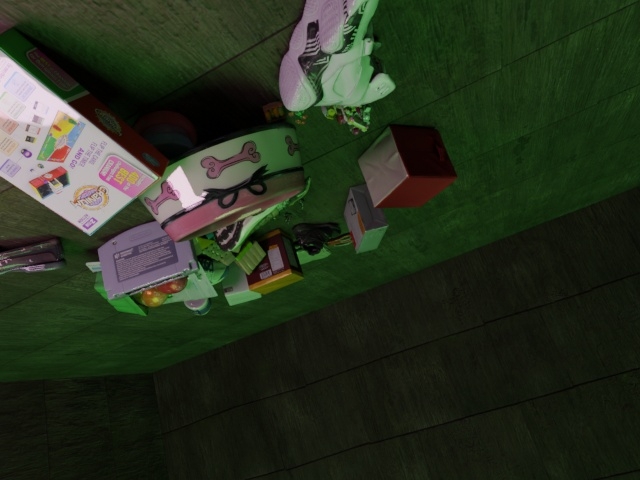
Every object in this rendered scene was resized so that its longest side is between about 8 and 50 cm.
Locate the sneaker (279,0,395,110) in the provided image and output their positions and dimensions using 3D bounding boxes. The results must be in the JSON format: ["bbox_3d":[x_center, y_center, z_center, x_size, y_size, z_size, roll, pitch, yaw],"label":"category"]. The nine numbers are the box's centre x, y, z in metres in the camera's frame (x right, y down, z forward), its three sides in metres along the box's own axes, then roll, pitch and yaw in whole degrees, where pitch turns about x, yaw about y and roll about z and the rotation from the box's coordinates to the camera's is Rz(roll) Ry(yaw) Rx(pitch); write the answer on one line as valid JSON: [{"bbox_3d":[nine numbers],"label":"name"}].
[{"bbox_3d":[0.068,-0.383,0.878,0.210,0.137,0.366,-8,163,-27],"label":"sneaker"}]

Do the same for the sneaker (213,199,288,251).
[{"bbox_3d":[-0.199,-0.088,1.433,0.182,0.158,0.410,-10,163,-47],"label":"sneaker"}]

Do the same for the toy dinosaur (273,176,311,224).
[{"bbox_3d":[-0.115,-0.119,1.539,0.268,0.064,0.118,-28,151,20],"label":"toy dinosaur"}]

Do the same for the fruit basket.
[{"bbox_3d":[-0.576,0.134,1.594,0.353,0.165,0.327,-12,146,-2],"label":"fruit basket"}]

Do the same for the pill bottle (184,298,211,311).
[{"bbox_3d":[-0.584,0.297,2.172,0.112,0.112,0.187,-14,160,-10],"label":"pill bottle"}]

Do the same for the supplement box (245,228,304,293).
[{"bbox_3d":[-0.197,0.087,1.812,0.191,0.194,0.129,-23,160,14],"label":"supplement box"}]

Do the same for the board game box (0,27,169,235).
[{"bbox_3d":[-0.483,-0.173,0.828,0.242,0.064,0.316,-29,126,26],"label":"board game box"}]

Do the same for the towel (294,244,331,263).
[{"bbox_3d":[-0.103,0.064,2.032,0.282,0.049,0.187,-16,160,12],"label":"towel"}]

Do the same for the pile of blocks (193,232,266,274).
[{"bbox_3d":[-0.364,0.009,1.641,0.112,0.149,0.362,22,179,41],"label":"pile of blocks"}]

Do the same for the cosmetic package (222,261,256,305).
[{"bbox_3d":[-0.352,0.179,1.992,0.151,0.151,0.184,-14,161,-11],"label":"cosmetic package"}]

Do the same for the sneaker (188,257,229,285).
[{"bbox_3d":[-0.489,0.116,1.770,0.296,0.112,0.131,-5,157,-32],"label":"sneaker"}]

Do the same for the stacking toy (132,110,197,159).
[{"bbox_3d":[-0.427,-0.157,1.064,0.308,0.130,0.279,-14,160,-8],"label":"stacking toy"}]

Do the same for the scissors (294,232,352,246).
[{"bbox_3d":[0.015,0.018,2.065,0.297,0.021,0.109,-13,160,-14],"label":"scissors"}]

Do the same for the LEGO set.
[{"bbox_3d":[0.013,-0.299,1.086,0.287,0.107,0.132,-6,157,-30],"label":"LEGO set"}]

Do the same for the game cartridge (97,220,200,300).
[{"bbox_3d":[-0.537,0.048,1.415,0.297,0.198,0.062,-19,160,3],"label":"game cartridge"}]

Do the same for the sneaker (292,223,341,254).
[{"bbox_3d":[0.000,0.000,1.849,0.227,0.130,0.087,-2,157,-41],"label":"sneaker"}]

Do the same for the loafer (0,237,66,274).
[{"bbox_3d":[-0.906,0.048,1.306,0.302,0.095,0.109,-5,-173,-21],"label":"loafer"}]

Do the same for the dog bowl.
[{"bbox_3d":[-0.218,-0.125,1.082,0.408,0.150,0.408,-24,-177,1],"label":"dog bowl"}]

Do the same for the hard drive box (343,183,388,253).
[{"bbox_3d":[0.165,-0.079,1.698,0.089,0.181,0.232,-14,159,-8],"label":"hard drive box"}]

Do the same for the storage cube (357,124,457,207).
[{"bbox_3d":[0.261,-0.223,1.391,0.193,0.184,0.215,-4,157,-30],"label":"storage cube"}]
